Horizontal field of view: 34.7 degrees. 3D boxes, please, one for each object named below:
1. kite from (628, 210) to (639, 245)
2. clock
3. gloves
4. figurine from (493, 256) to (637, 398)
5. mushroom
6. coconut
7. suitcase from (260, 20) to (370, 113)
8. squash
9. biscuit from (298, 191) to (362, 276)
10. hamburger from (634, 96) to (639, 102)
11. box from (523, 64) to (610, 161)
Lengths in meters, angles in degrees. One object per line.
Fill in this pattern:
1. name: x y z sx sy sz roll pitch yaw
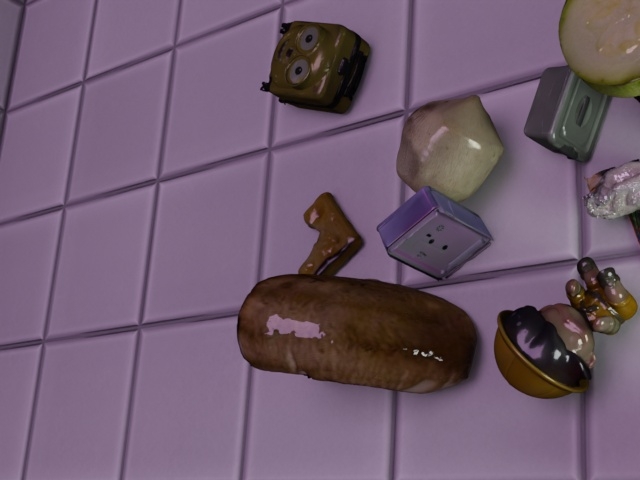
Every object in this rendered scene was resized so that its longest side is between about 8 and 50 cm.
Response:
1. kite: 0.598 -0.021 1.758 0.190 0.010 0.159 21 86 43
2. clock: 0.220 -0.012 1.957 0.145 0.193 0.073 -40 50 22
3. gloves: 0.539 -0.091 1.790 0.153 0.070 0.114 -19 27 31
4. figurine: 0.418 0.161 1.743 0.257 0.167 0.192 -33 37 0
5. mushroom: 0.082 0.168 1.953 0.397 0.314 0.224 3 79 36
6. coconut: 0.252 -0.184 1.997 0.224 0.224 0.224 -17 63 36
7. suitcase: -0.018 -0.403 2.352 0.235 0.143 0.193 15 83 43
8. squash: 0.497 -0.351 1.609 0.252 0.049 0.252 -21 57 36
9. biscuit: 0.000 0.000 2.253 0.174 0.039 0.183 -45 49 21
10. hamburger: 0.630 -0.348 1.692 0.330 0.250 0.329 -15 65 36
11. box: 0.454 -0.241 1.901 0.093 0.124 0.172 13 81 53
